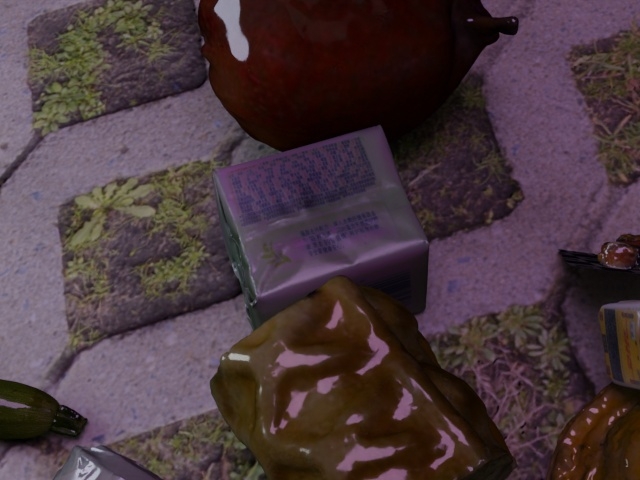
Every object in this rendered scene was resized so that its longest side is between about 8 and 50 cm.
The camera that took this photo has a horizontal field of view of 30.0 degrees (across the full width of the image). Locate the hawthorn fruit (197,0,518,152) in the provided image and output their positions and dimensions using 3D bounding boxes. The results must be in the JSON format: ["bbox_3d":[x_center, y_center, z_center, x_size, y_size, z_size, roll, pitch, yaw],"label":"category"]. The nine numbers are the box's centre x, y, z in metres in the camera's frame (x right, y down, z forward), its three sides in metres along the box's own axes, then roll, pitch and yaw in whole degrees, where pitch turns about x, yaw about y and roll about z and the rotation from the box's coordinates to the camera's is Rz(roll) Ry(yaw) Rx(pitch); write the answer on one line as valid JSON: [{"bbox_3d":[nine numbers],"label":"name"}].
[{"bbox_3d":[0.017,-0.247,1.364,0.324,0.308,0.308,-25,57,-8],"label":"hawthorn fruit"}]

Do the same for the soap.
[{"bbox_3d":[0.000,0.000,1.288,0.199,0.138,0.182,-17,57,-5],"label":"soap"}]

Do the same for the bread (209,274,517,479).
[{"bbox_3d":[0.045,0.177,1.129,0.252,0.238,0.196,45,105,23],"label":"bread"}]

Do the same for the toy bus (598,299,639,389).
[{"bbox_3d":[0.447,0.079,1.152,0.342,0.138,0.097,-9,88,-15],"label":"toy bus"}]

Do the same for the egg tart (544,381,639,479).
[{"bbox_3d":[0.359,0.246,1.091,0.319,0.128,0.319,-4,58,6],"label":"egg tart"}]

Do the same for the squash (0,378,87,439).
[{"bbox_3d":[-0.374,0.172,1.258,0.252,0.066,0.066,5,57,10],"label":"squash"}]

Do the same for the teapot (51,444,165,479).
[{"bbox_3d":[-0.177,0.311,1.115,0.178,0.221,0.163,-58,22,-11],"label":"teapot"}]

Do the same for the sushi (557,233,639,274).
[{"bbox_3d":[0.318,0.010,1.226,0.139,0.201,0.031,7,95,7],"label":"sushi"}]
